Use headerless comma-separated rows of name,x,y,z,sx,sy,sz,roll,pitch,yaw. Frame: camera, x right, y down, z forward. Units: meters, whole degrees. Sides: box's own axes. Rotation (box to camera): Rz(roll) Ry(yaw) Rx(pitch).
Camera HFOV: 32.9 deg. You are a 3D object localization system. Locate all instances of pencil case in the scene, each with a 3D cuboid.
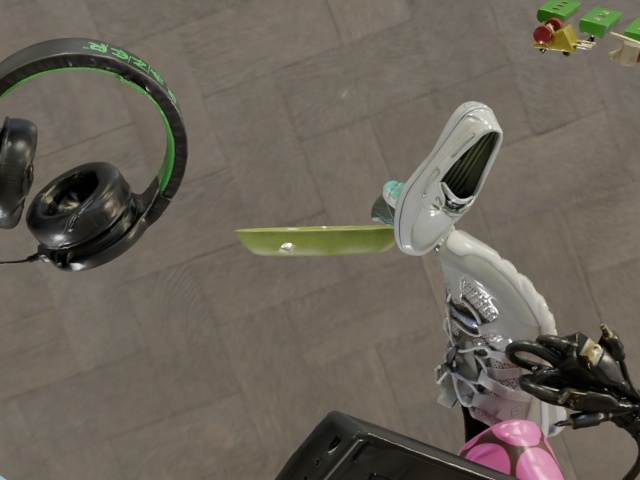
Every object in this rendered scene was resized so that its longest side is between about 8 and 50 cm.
pencil case,0.197,0.273,0.984,0.098,0.095,0.209,-30,57,12

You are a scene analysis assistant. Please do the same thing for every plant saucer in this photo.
plant saucer,0.000,0.000,1.509,0.241,0.241,0.037,-1,91,2

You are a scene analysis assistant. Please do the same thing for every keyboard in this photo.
keyboard,0.113,0.138,0.512,0.317,0.033,0.201,27,109,-36

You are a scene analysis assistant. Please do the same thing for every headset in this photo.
headset,-0.314,-0.036,1.213,0.243,0.185,0.394,31,111,-29

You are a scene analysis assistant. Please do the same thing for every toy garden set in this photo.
toy garden set,0.443,-0.300,1.643,0.244,0.204,0.049,20,119,19

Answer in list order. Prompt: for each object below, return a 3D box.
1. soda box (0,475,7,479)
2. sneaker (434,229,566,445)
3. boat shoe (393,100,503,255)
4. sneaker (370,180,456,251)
soda box,-0.217,0.142,0.564,0.210,0.071,0.067,25,142,23
sneaker,0.160,0.117,1.043,0.115,0.105,0.281,-33,124,-15
boat shoe,0.159,-0.066,1.375,0.083,0.075,0.226,10,119,-21
sneaker,0.149,-0.020,1.704,0.166,0.065,0.076,42,127,-5
